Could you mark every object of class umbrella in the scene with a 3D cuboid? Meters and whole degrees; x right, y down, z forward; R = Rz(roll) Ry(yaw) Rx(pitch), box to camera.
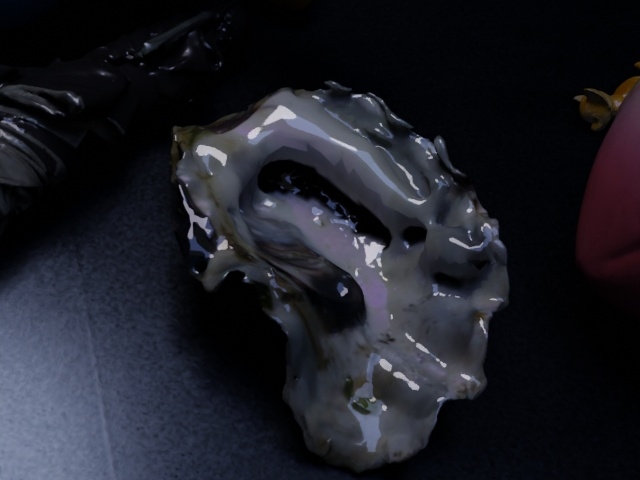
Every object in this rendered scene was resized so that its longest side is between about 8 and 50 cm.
[{"bbox_3d":[-0.182,-0.133,0.993,0.113,0.106,0.358,29,46,21],"label":"umbrella"}]

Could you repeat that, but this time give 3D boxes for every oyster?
[{"bbox_3d":[0.000,0.001,0.932,0.238,0.114,0.351,-34,60,-28],"label":"oyster"}]

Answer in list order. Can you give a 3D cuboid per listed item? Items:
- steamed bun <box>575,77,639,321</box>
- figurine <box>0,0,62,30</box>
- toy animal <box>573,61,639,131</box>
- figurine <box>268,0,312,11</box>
[{"bbox_3d":[0.342,-0.028,0.953,0.309,0.309,0.309,9,47,-10],"label":"steamed bun"},{"bbox_3d":[-0.151,-0.327,1.042,0.417,0.242,0.298,-8,9,3],"label":"figurine"},{"bbox_3d":[0.293,-0.146,1.188,0.083,0.060,0.081,8,87,-12],"label":"toy animal"},{"bbox_3d":[-0.085,-0.283,1.178,0.176,0.121,0.122,36,73,2],"label":"figurine"}]
